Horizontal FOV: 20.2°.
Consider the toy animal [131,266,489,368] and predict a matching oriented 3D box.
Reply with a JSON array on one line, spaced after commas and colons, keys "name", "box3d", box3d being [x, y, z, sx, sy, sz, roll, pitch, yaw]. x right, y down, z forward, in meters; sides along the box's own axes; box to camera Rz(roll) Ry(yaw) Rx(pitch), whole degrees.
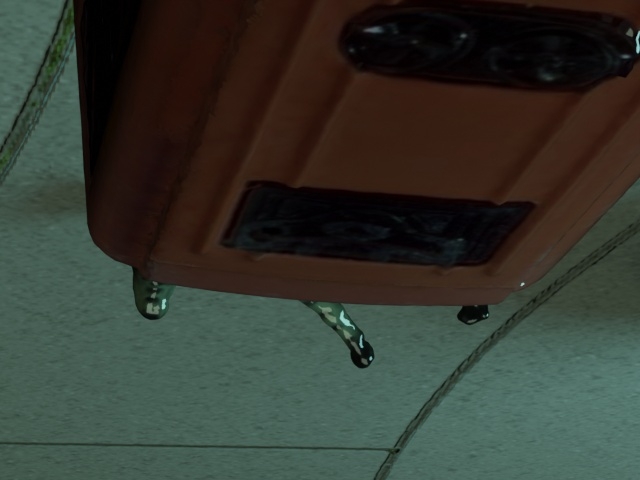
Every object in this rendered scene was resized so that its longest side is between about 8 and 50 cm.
[{"name": "toy animal", "box3d": [0.000, -0.004, 1.020, 0.176, 0.073, 0.217, 34, 136, -31]}]

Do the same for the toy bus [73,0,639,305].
[{"name": "toy bus", "box3d": [0.042, -0.145, 0.491, 0.203, 0.233, 0.427, 4, 157, -13]}]
